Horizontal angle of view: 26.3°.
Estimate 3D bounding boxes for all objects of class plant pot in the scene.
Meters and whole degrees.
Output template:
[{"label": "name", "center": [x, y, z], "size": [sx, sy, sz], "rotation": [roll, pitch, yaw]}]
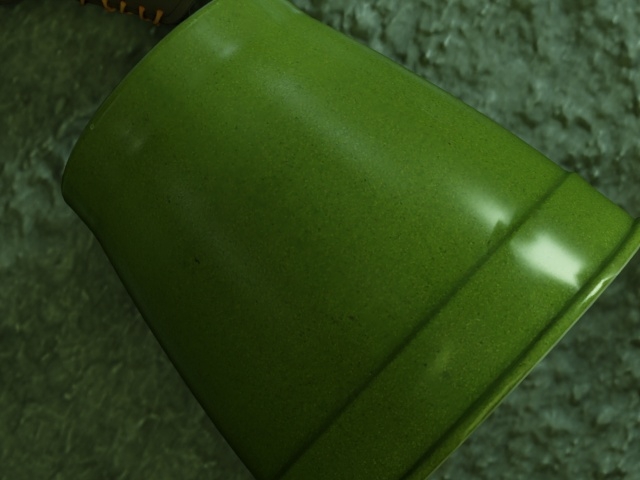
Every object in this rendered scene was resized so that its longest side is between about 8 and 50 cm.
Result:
[{"label": "plant pot", "center": [0.000, 0.000, 1.071], "size": [0.353, 0.366, 0.366], "rotation": [44, 93, 6]}]

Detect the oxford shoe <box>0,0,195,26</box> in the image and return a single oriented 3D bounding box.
[{"label": "oxford shoe", "center": [-0.169, -0.230, 1.128], "size": [0.363, 0.130, 0.133], "rotation": [-18, 103, 0]}]
